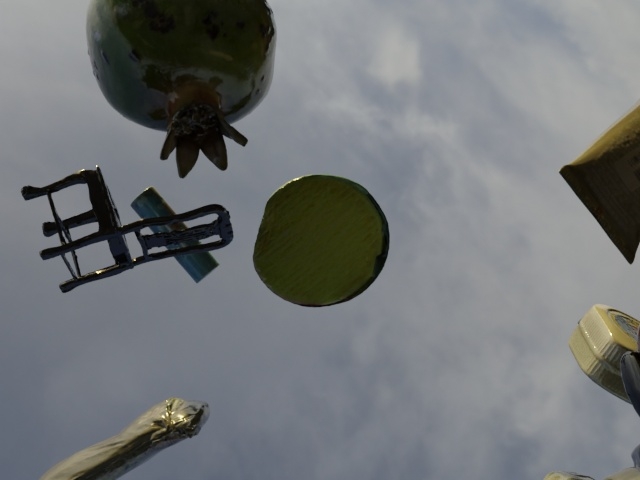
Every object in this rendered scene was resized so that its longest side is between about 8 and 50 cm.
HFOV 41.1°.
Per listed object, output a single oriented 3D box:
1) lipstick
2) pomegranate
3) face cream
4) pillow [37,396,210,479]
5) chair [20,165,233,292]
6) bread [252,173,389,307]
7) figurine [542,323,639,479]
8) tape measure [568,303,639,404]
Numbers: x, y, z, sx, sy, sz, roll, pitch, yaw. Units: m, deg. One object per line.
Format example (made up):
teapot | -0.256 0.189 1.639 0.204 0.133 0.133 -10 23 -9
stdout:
lipstick | -0.221 -0.009 1.295 0.158 0.048 0.048 50 -138 -1
pomegranate | -0.204 -0.270 1.247 0.291 0.291 0.323 28 -149 -21
face cream | 0.401 -0.105 1.089 0.137 0.084 0.341 52 -135 -4
pillow | -0.253 0.265 1.056 0.255 0.169 0.059 -29 -91 -4
chair | -0.235 -0.027 1.064 0.229 0.106 0.113 -17 -116 -10
bread | 0.000 0.000 1.388 0.228 0.228 0.033 35 -170 -15
figurine | 0.199 0.128 0.419 0.176 0.236 0.133 37 169 38
tape measure | 0.617 0.245 1.654 0.271 0.133 0.231 25 -161 -8
